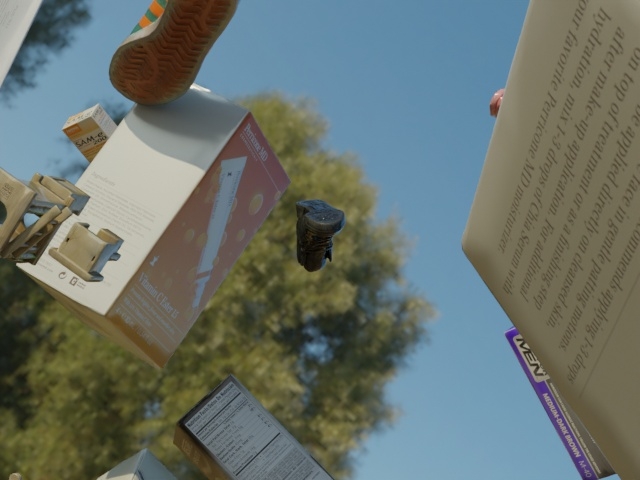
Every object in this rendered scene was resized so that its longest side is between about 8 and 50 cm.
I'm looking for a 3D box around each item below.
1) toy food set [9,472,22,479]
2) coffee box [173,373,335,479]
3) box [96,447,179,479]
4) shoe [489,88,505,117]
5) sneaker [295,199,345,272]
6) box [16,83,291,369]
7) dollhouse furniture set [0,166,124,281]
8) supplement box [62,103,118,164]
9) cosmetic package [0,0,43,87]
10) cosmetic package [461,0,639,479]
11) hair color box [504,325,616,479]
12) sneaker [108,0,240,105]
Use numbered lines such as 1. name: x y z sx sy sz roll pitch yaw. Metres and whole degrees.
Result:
1. toy food set: -0.465 0.341 1.532 0.192 0.132 0.038 2 1 23
2. coffee box: -0.086 0.366 1.893 0.297 0.119 0.168 44 -20 9
3. box: -0.210 0.441 1.764 0.275 0.113 0.094 47 25 -16
4. shoe: 0.335 -0.207 1.980 0.081 0.063 0.178 38 16 20
5. sneaker: -0.003 0.000 1.522 0.170 0.051 0.089 -134 -139 -73
6. box: -0.225 -0.028 1.716 0.168 0.345 0.215 27 -15 25
7. dollhouse furniture set: -0.289 0.008 1.355 0.161 0.101 0.182 34 5 11
8. supplement box: -0.330 -0.149 1.816 0.062 0.036 0.098 -21 -59 30
9. cosmetic package: -0.285 -0.123 0.885 0.099 0.239 0.060 29 -25 -22
10. cosmetic package: 0.249 0.075 0.458 0.453 0.162 0.230 59 -22 31
11. hair color box: 0.361 0.112 1.359 0.110 0.339 0.185 -31 -95 38
12. sneaker: -0.174 -0.287 1.590 0.108 0.121 0.302 37 -41 -15
